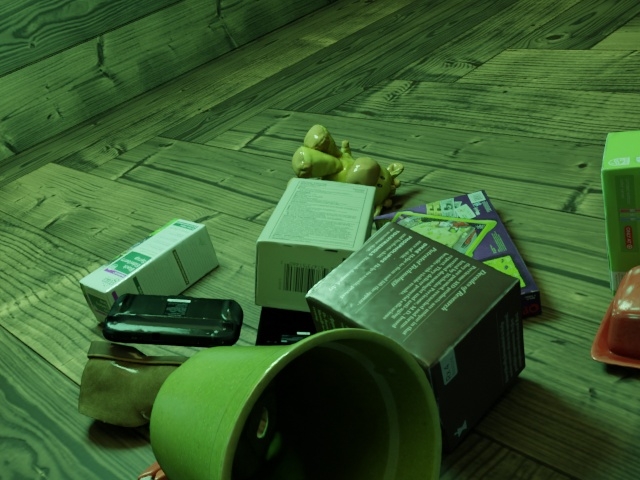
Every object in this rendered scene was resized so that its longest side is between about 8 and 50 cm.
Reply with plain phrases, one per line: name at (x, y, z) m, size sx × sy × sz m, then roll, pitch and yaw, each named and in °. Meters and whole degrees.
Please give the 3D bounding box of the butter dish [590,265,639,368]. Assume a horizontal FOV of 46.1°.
butter dish at (0.428, 0.078, 0.931) m, size 0.160 × 0.118 × 0.160 m, roll 4°, pitch 34°, yaw 35°

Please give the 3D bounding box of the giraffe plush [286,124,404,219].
giraffe plush at (0.062, -0.118, 1.483) m, size 0.171 × 0.181 × 0.210 m, roll 19°, pitch 9°, yaw 34°

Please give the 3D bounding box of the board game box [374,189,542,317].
board game box at (0.206, 0.031, 1.219) m, size 0.208 × 0.056 × 0.346 m, roll -10°, pitch 28°, yaw 4°

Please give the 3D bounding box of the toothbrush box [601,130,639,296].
toothbrush box at (0.531, -0.039, 0.994) m, size 0.283 × 0.206 × 0.122 m, roll -2°, pitch 31°, yaw 28°

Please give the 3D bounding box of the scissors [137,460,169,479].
scissors at (-0.205, 0.292, 0.902) m, size 0.109 × 0.021 × 0.297 m, roll -5°, pitch 10°, yaw 26°

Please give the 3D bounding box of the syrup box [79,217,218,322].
syrup box at (-0.314, 0.060, 1.397) m, size 0.093 × 0.096 × 0.237 m, roll 13°, pitch 39°, yaw 42°

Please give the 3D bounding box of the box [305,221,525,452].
box at (0.121, 0.114, 0.937) m, size 0.203 × 0.168 × 0.167 m, roll 27°, pitch 56°, yaw 39°

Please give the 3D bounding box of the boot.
boot at (-0.214, 0.224, 1.080) m, size 0.306 × 0.112 × 0.115 m, roll 3°, pitch 64°, yaw 24°

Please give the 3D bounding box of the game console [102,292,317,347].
game console at (-0.136, 0.117, 1.132) m, size 0.362 × 0.043 × 0.213 m, roll 4°, pitch 23°, yaw 0°

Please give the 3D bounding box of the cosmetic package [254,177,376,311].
cosmetic package at (0.000, 0.000, 1.229) m, size 0.160 × 0.113 × 0.309 m, roll 7°, pitch 22°, yaw 7°

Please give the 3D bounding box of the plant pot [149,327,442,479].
plant pot at (-0.054, 0.220, 0.825) m, size 0.276 × 0.276 × 0.254 m, roll -36°, pitch 22°, yaw -32°
